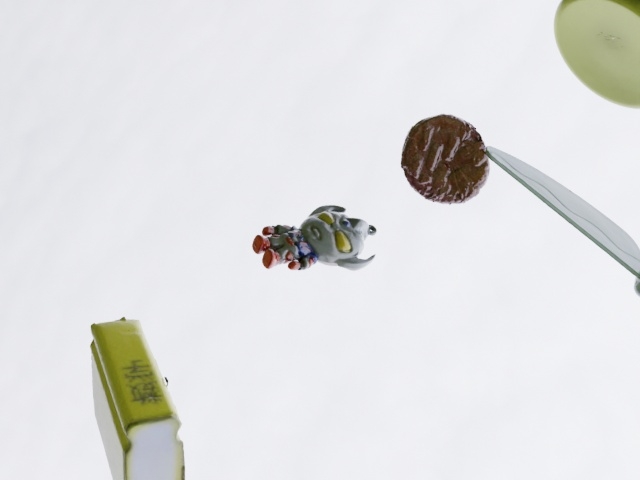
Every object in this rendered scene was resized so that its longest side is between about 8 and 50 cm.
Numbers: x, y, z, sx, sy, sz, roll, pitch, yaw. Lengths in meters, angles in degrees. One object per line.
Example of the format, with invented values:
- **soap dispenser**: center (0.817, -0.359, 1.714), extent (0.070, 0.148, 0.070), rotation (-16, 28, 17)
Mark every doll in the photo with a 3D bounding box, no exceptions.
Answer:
- **doll**: center (0.000, -0.001, 1.060), extent (0.104, 0.195, 0.062), rotation (38, -53, 42)

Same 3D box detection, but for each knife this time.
- **knife**: center (0.293, 0.011, 0.764), extent (0.331, 0.080, 0.044), rotation (43, -53, 7)

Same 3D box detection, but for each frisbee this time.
- **frisbee**: center (0.462, -0.297, 1.243), extent (0.017, 0.236, 0.236), rotation (-43, -138, -14)

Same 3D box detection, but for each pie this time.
- **pie**: center (0.203, -0.132, 1.277), extent (0.154, 0.154, 0.036), rotation (-62, -172, -6)

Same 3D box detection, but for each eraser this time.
- **eraser**: center (-0.223, 0.211, 0.950), extent (0.226, 0.069, 0.158), rotation (-132, -136, -52)
